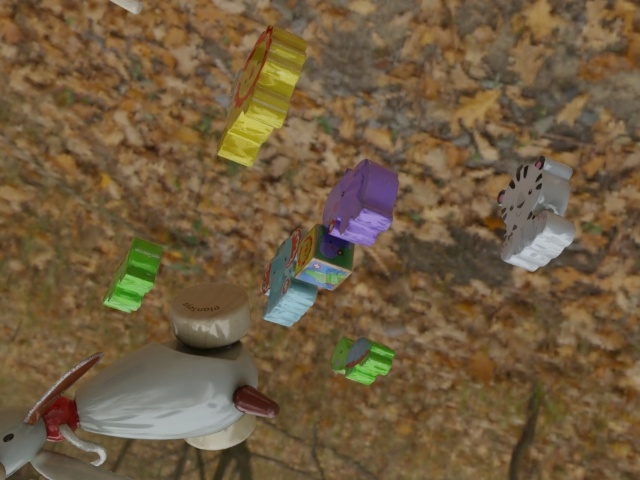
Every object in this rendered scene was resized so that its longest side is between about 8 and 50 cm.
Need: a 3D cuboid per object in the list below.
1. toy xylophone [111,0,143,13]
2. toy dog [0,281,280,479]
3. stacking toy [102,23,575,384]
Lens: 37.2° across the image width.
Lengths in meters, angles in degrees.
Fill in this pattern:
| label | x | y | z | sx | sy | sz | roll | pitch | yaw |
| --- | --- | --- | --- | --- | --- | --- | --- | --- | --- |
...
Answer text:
| label | x | y | z | sx | sy | sz | roll | pitch | yaw |
| --- | --- | --- | --- | --- | --- | --- | --- | --- | --- |
| toy xylophone | -0.155 | -0.293 | 0.752 | 0.323 | 0.236 | 0.081 | 24 | 136 | 5 |
| toy dog | -0.174 | 0.174 | 0.904 | 0.161 | 0.334 | 0.220 | 24 | 146 | 52 |
| stacking toy | 0.000 | 0.000 | 0.493 | 0.167 | 0.052 | 0.221 | 21 | 142 | -20 |
